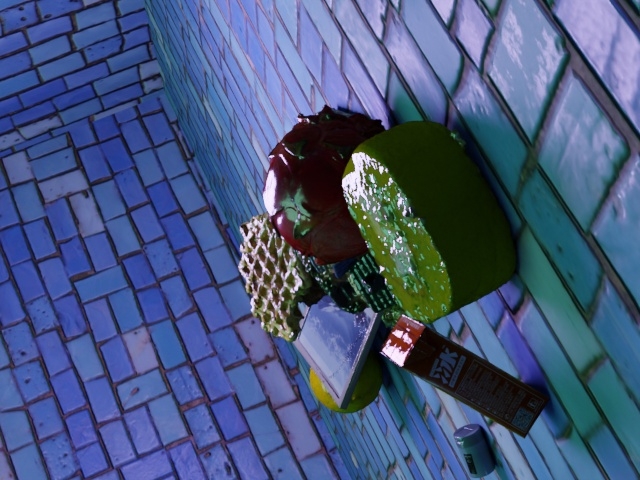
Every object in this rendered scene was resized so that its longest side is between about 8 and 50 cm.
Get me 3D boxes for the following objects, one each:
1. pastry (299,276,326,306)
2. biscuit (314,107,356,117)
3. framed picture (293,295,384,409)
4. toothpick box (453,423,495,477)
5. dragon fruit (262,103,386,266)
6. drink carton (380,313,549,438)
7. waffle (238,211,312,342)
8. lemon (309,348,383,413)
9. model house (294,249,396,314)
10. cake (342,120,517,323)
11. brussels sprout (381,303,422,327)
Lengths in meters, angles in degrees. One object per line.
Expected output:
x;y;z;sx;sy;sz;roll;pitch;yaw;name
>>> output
0.000;0.000;2.124;0.275;0.193;0.275;180;90;-76;pastry
0.045;-0.164;1.864;0.147;0.046;0.250;69;168;-18;biscuit
0.035;0.196;2.339;0.247;0.022;0.335;-70;26;14;framed picture
0.275;0.376;1.846;0.083;0.052;0.052;67;169;-9;toothpick box
0.025;-0.087;1.636;0.241;0.252;0.241;39;-164;-13;dragon fruit
0.202;0.190;1.451;0.223;0.071;0.096;31;178;-16;drink carton
-0.086;0.072;2.030;0.291;0.051;0.291;34;131;51;waffle
0.059;0.324;2.451;0.193;0.180;0.181;-16;98;50;lemon
0.076;0.035;1.848;0.183;0.166;0.172;56;167;-7;model house
0.145;-0.032;1.379;0.260;0.156;0.179;62;153;0;cake
0.157;0.133;1.915;0.085;0.058;0.085;37;152;23;brussels sprout
